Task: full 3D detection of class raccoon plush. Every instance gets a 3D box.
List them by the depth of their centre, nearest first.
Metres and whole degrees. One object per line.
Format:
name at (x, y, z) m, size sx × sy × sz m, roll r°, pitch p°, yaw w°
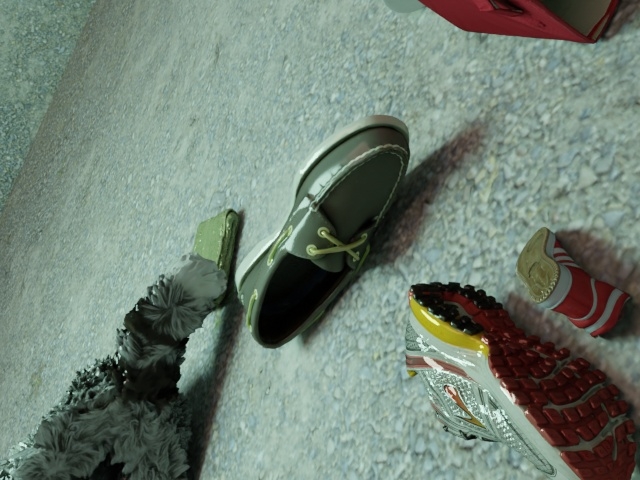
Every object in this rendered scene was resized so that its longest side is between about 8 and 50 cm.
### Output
raccoon plush at (-0.274, 0.236, 1.076) m, size 0.446 × 0.216 × 0.299 m, roll -52°, pitch 17°, yaw -14°

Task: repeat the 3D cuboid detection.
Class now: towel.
towel at (-0.160, 0.032, 1.091) m, size 0.110 × 0.027 × 0.148 m, roll -19°, pitch 60°, yaw 53°

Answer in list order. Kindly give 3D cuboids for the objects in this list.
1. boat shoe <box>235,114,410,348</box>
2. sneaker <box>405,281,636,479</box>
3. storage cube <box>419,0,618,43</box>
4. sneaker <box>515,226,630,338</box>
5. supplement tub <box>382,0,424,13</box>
boat shoe at (0.004, 0.001, 0.787) m, size 0.305 × 0.109 × 0.091 m, roll -52°, pitch 37°, yaw 38°
sneaker at (0.139, 0.116, 0.558) m, size 0.225 × 0.088 × 0.092 m, roll -134°, pitch 47°, yaw -55°
storage cube at (0.153, -0.298, 0.642) m, size 0.193 × 0.184 × 0.214 m, roll 34°, pitch 104°, yaw 59°
sneaker at (0.187, 0.032, 0.559) m, size 0.042 × 0.067 × 0.118 m, roll -59°, pitch 3°, yaw 22°
supplement tub at (0.088, -0.317, 0.856) m, size 0.071 × 0.071 × 0.107 m, roll -49°, pitch 38°, yaw 31°
